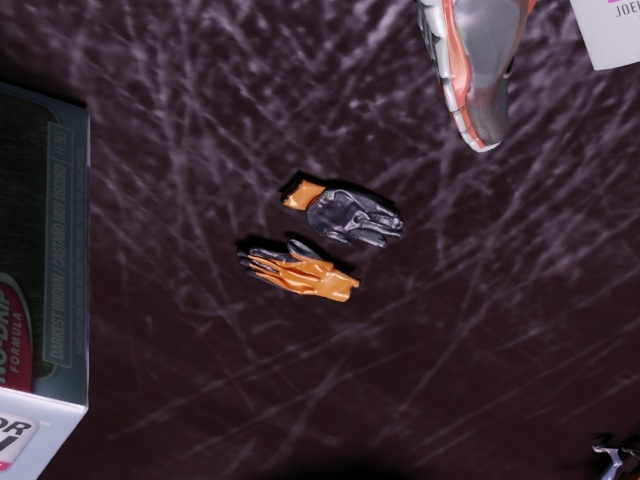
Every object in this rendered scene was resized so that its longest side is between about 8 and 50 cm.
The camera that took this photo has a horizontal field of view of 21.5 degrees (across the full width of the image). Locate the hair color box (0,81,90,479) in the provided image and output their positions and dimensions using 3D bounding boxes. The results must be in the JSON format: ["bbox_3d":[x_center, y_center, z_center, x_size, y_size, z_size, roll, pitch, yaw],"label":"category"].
[{"bbox_3d":[-0.241,0.101,0.857,0.114,0.185,0.374,16,135,-25],"label":"hair color box"}]

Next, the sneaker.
[{"bbox_3d":[0.078,-0.103,0.765,0.065,0.061,0.158,-18,140,3],"label":"sneaker"}]

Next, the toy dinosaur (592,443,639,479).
[{"bbox_3d":[0.187,0.174,1.095,0.047,0.090,0.082,3,95,-27],"label":"toy dinosaur"}]

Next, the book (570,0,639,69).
[{"bbox_3d":[0.151,-0.142,0.752,0.096,0.035,0.144,-15,141,15],"label":"book"}]

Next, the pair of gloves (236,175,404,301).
[{"bbox_3d":[0.000,0.000,0.910,0.074,0.010,0.083,19,131,-25],"label":"pair of gloves"}]
